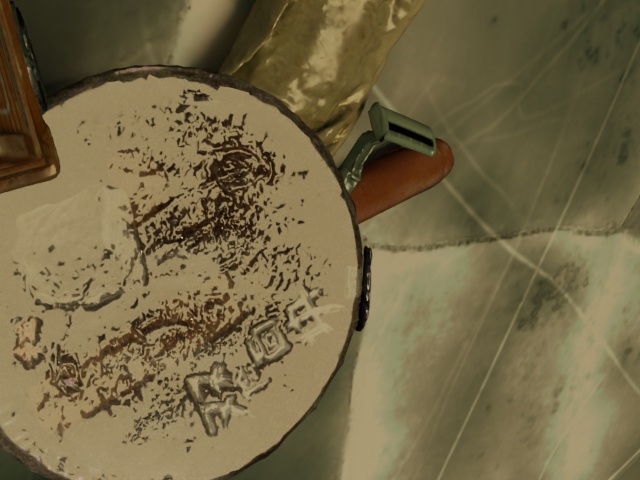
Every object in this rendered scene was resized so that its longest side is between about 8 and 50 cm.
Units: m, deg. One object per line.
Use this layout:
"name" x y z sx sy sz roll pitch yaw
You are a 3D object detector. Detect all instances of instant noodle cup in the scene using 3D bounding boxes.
"instant noodle cup" -0.111 0.008 0.775 0.218 0.207 0.217 -3 99 -21

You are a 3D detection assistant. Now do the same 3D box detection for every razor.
"razor" -0.005 -0.004 0.987 0.211 0.036 0.084 -51 154 13

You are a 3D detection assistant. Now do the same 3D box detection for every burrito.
"burrito" 0.006 -0.145 0.927 0.117 0.076 0.392 25 96 -48

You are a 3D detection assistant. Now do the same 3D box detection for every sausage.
"sausage" 0.027 -0.031 1.046 0.177 0.047 0.040 -29 88 -28

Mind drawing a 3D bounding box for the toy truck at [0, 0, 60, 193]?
"toy truck" -0.206 -0.156 0.560 0.136 0.162 0.305 -15 94 -6
